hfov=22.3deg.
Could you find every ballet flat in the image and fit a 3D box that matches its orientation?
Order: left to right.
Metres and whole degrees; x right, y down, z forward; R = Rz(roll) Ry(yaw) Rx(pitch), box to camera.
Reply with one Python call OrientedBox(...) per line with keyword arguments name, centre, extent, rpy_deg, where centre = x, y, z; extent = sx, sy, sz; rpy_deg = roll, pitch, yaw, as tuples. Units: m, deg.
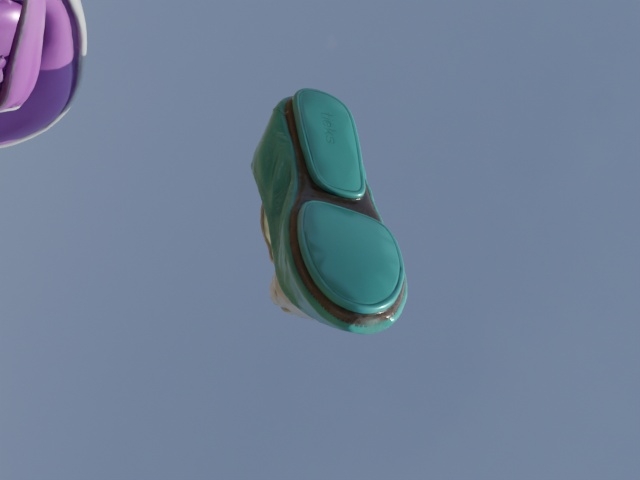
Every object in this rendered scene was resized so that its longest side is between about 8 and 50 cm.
OrientedBox(name="ballet flat", centre=(0.000, 0.000, 1.052), extent=(0.247, 0.083, 0.087), rpy_deg=(-101, -147, -52))

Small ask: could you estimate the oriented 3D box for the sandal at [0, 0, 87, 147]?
OrientedBox(name="sandal", centre=(-0.227, -0.135, 0.928), extent=(0.416, 0.169, 0.102), rpy_deg=(78, -12, -65))
